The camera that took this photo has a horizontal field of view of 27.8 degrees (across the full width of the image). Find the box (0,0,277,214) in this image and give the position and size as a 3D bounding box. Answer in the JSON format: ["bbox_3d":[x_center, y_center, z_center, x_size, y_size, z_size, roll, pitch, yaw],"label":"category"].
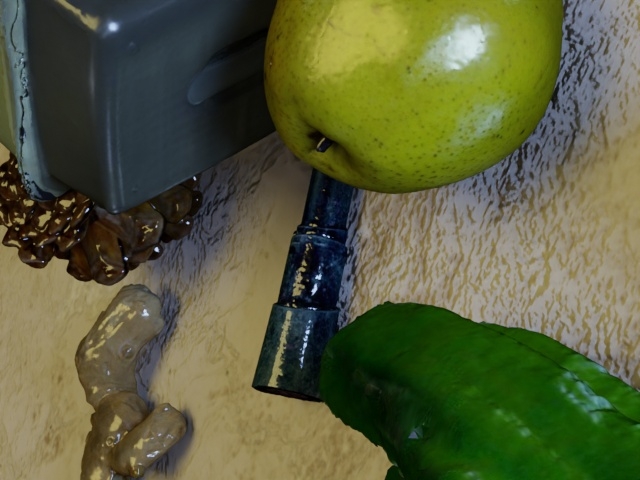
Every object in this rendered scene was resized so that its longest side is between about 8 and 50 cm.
[{"bbox_3d":[-0.110,-0.163,0.934,0.166,0.290,0.220,37,142,27],"label":"box"}]

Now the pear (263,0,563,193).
[{"bbox_3d":[0.061,-0.120,0.814,0.198,0.198,0.198,-24,58,45],"label":"pear"}]

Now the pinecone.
[{"bbox_3d":[-0.183,-0.046,1.096,0.179,0.195,0.150,-37,91,20],"label":"pinecone"}]

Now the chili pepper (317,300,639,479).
[{"bbox_3d":[0.108,0.173,0.642,0.385,0.167,0.213,41,107,52],"label":"chili pepper"}]

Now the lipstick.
[{"bbox_3d":[0.000,0.000,0.954,0.053,0.053,0.234,-6,67,51],"label":"lipstick"}]

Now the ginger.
[{"bbox_3d":[-0.164,0.164,1.088,0.149,0.065,0.259,8,76,40],"label":"ginger"}]
